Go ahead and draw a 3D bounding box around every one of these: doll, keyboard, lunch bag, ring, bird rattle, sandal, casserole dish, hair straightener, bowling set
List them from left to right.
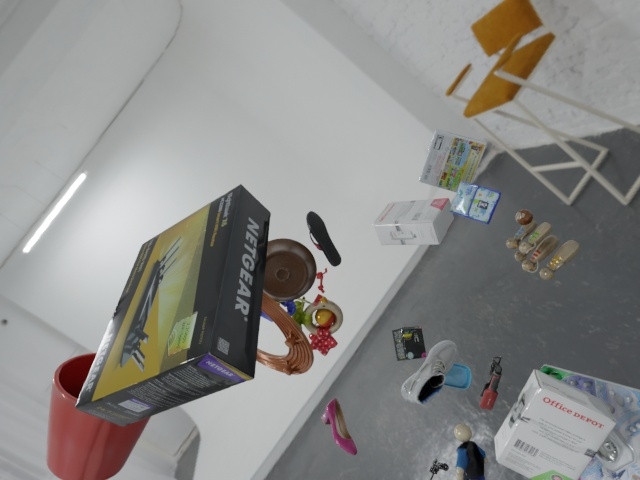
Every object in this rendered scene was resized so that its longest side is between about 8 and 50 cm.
[{"bbox_3d":[-0.165,0.189,0.905,0.032,0.337,0.337,-52,8,-35],"label":"ring"},{"bbox_3d":[-0.002,0.335,1.669,0.207,0.253,0.143,-39,10,17],"label":"bird rattle"},{"bbox_3d":[0.000,0.000,1.204,0.040,0.179,0.067,-21,10,41],"label":"sandal"},{"bbox_3d":[0.315,0.732,1.203,0.201,0.033,0.317,-52,-19,-22],"label":"keyboard"},{"bbox_3d":[0.630,0.642,1.971,0.037,0.189,0.114,125,159,-72],"label":"casserole dish"},{"bbox_3d":[0.323,0.495,0.883,0.046,0.129,0.188,-23,65,43],"label":"doll"},{"bbox_3d":[0.582,-0.141,1.545,0.151,0.096,0.128,28,106,39],"label":"lunch bag"},{"bbox_3d":[0.534,0.430,1.292,0.089,0.047,0.230,-62,-29,-48],"label":"hair straightener"},{"bbox_3d":[0.712,0.004,1.426,0.154,0.200,0.287,-48,2,5],"label":"bowling set"}]

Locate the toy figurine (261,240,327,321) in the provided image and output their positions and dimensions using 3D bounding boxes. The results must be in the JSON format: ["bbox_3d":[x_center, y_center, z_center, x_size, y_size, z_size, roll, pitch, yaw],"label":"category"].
[{"bbox_3d":[-0.181,0.142,1.296,0.217,0.363,0.191,-57,-9,-50],"label":"toy figurine"}]

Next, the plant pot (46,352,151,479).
[{"bbox_3d":[-0.580,0.470,1.091,0.275,0.275,0.242,-128,57,-79],"label":"plant pot"}]

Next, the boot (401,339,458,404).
[{"bbox_3d":[0.379,0.430,1.336,0.258,0.095,0.123,-44,2,-17],"label":"boot"}]

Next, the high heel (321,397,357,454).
[{"bbox_3d":[0.101,0.824,1.834,0.117,0.082,0.244,-60,38,8],"label":"high heel"}]

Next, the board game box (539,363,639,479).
[{"bbox_3d":[0.819,0.597,1.191,0.390,0.051,0.388,174,87,-68],"label":"board game box"}]

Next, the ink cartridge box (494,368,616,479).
[{"bbox_3d":[0.648,0.537,1.163,0.115,0.199,0.272,-30,-38,-68],"label":"ink cartridge box"}]

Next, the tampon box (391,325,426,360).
[{"bbox_3d":[0.455,0.529,2.118,0.101,0.121,0.160,139,127,-61],"label":"tampon box"}]

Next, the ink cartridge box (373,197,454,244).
[{"bbox_3d":[0.406,-0.082,1.801,0.283,0.117,0.207,-1,33,39],"label":"ink cartridge box"}]

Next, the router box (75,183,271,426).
[{"bbox_3d":[-0.201,0.085,0.617,0.243,0.081,0.308,-27,40,22],"label":"router box"}]

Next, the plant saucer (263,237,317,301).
[{"bbox_3d":[-0.108,0.093,1.190,0.198,0.199,0.036,-51,13,10],"label":"plant saucer"}]

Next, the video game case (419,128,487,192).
[{"bbox_3d":[0.535,-0.318,1.684,0.026,0.207,0.226,-50,-24,-59],"label":"video game case"}]
